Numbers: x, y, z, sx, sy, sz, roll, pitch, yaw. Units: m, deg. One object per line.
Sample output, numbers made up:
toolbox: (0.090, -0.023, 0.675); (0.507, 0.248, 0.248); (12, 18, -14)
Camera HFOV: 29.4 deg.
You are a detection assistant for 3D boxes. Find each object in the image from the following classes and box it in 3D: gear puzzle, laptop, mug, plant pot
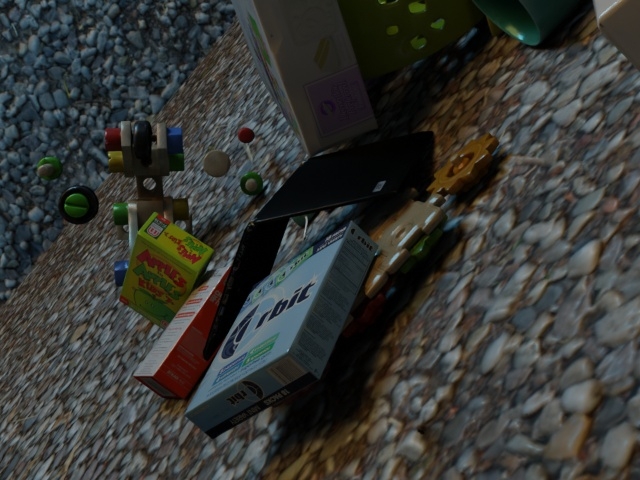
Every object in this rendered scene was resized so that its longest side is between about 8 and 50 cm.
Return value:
gear puzzle: (0.058, 0.025, 1.194); (0.339, 0.044, 0.175); (-48, 15, -5)
laptop: (0.000, 0.000, 1.345); (0.234, 0.136, 0.264); (-54, -15, -65)
mug: (0.209, -0.293, 1.289); (0.097, 0.158, 0.129); (-45, -22, -3)
plant pot: (0.125, -0.357, 1.474); (0.207, 0.227, 0.228); (-10, 32, 19)

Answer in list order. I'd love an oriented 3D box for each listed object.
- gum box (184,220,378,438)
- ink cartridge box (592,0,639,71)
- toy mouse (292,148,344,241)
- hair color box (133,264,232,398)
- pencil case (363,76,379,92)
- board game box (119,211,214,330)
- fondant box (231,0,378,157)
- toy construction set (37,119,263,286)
gum box: (-0.035, 0.082, 1.135); (0.157, 0.041, 0.184); (-34, 19, 40)
ink cartridge box: (0.324, -0.256, 0.978); (0.201, 0.117, 0.278); (-40, 20, 28)
toy mouse: (0.000, -0.061, 1.525); (0.161, 0.031, 0.143); (-21, 33, 57)
hair color box: (-0.152, 0.113, 1.502); (0.167, 0.053, 0.093); (-57, 16, -18)
pencil case: (0.064, -0.251, 1.692); (0.206, 0.086, 0.088); (-48, 46, 9)
board game box: (-0.205, 0.047, 1.600); (0.043, 0.092, 0.181); (-54, -5, -34)
fondant box: (-0.044, -0.276, 1.515); (0.096, 0.238, 0.330); (-22, 28, -2)
toy construction set: (-0.229, -0.080, 1.886); (0.309, 0.257, 0.237); (-28, 6, 1)
